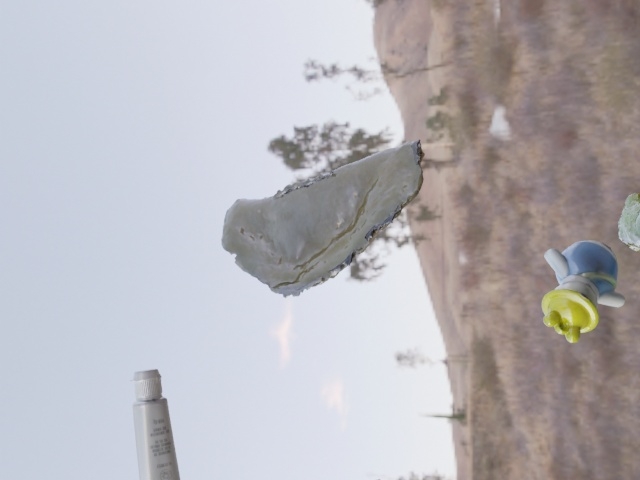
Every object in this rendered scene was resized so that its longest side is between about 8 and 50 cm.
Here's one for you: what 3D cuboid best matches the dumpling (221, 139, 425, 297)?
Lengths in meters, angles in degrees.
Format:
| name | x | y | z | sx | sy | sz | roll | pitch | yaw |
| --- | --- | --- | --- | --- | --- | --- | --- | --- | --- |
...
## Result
| name | x | y | z | sx | sy | sz | roll | pitch | yaw |
| --- | --- | --- | --- | --- | --- | --- | --- | --- | --- |
| dumpling | 0.003 | -0.002 | 0.976 | 0.086 | 0.332 | 0.166 | 22 | -117 | -41 |

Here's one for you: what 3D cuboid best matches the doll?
| name | x | y | z | sx | sy | sz | roll | pitch | yaw |
| --- | --- | --- | --- | --- | --- | --- | --- | --- | --- |
| doll | 0.436 | 0.078 | 1.351 | 0.135 | 0.098 | 0.241 | 59 | -136 | -17 |

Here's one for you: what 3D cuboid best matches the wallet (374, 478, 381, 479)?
| name | x | y | z | sx | sy | sz | roll | pitch | yaw |
| --- | --- | --- | --- | --- | --- | --- | --- | --- | --- |
| wallet | 0.038 | 0.524 | 1.286 | 0.221 | 0.262 | 0.071 | 59 | -168 | -7 |

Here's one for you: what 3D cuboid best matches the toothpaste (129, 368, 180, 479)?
| name | x | y | z | sx | sy | sz | roll | pitch | yaw |
| --- | --- | --- | --- | --- | --- | --- | --- | --- | --- |
| toothpaste | -0.142 | 0.210 | 0.711 | 0.031 | 0.048 | 0.190 | 161 | 102 | -66 |

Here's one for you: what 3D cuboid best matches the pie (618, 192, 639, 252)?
| name | x | y | z | sx | sy | sz | roll | pitch | yaw |
| --- | --- | --- | --- | --- | --- | --- | --- | --- | --- |
| pie | 0.433 | -0.010 | 0.800 | 0.277 | 0.277 | 0.079 | 10 | -94 | -73 |
